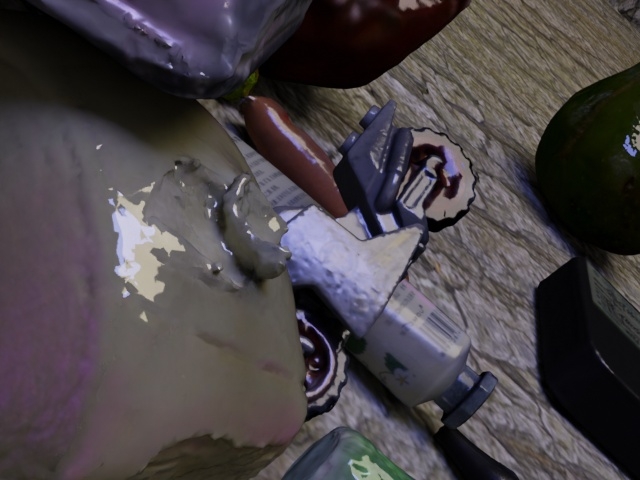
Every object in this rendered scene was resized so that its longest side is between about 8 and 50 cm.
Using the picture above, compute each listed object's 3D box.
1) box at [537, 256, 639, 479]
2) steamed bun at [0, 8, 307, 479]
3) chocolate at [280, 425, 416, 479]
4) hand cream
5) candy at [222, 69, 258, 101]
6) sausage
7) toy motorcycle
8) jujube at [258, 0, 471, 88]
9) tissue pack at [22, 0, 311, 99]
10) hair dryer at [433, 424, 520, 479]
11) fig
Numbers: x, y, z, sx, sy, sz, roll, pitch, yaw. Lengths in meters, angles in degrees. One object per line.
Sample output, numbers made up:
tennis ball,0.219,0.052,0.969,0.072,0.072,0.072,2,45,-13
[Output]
box,0.329,0.176,1.049,0.350,0.058,0.211,43,22,-11
steamed bun,-0.094,-0.004,0.484,0.170,0.152,0.238,17,41,-51
chocolate,0.099,0.204,0.567,0.291,0.110,0.110,43,24,-4
hand cream,-0.004,0.011,0.745,0.276,0.059,0.095,43,25,4
candy,-0.099,-0.135,0.841,0.123,0.035,0.035,22,23,-29
sausage,0.002,-0.030,0.825,0.177,0.040,0.047,54,31,15
toy motorcycle,0.000,0.000,0.674,0.122,0.080,0.215,39,60,-2
jujube,-0.045,-0.294,0.885,0.377,0.276,0.276,43,24,-22
tissue pack,-0.128,-0.194,0.570,0.288,0.124,0.394,25,12,-4
hair dryer,0.112,0.153,0.764,0.079,0.031,0.083,48,8,23
fig,0.345,-0.103,1.284,0.195,0.245,0.195,22,30,-14
